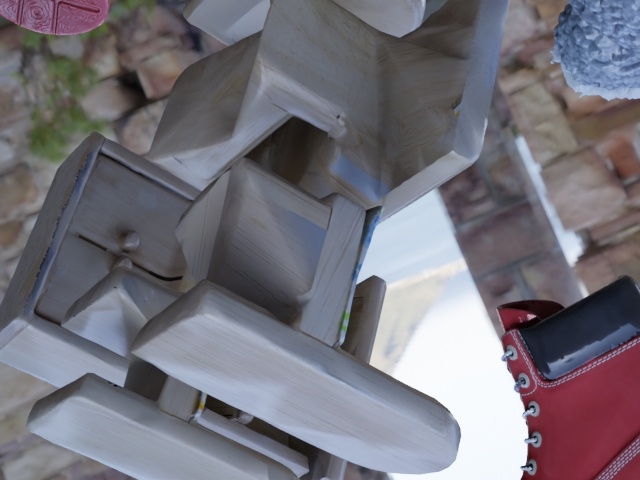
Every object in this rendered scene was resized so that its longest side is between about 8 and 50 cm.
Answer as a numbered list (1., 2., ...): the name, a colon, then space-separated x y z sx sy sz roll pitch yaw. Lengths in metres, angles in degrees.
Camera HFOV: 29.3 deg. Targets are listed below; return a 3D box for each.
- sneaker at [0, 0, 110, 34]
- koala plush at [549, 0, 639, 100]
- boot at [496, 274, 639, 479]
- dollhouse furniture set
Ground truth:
1. sneaker: -0.314 -0.287 1.261 0.128 0.221 0.087 -79 -174 -54
2. koala plush: 0.197 -0.127 0.501 0.221 0.203 0.196 -3 156 10
3. boot: 0.130 0.139 0.745 0.244 0.176 0.088 -43 170 19
4. dollhouse furniture set: 0.000 0.000 0.743 0.256 0.362 0.394 29 145 -21
